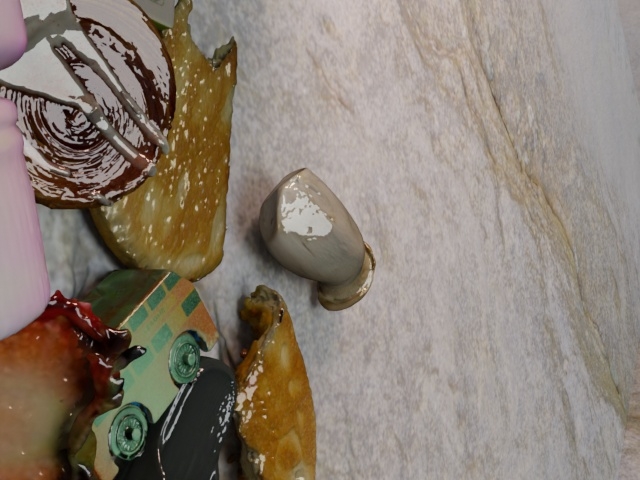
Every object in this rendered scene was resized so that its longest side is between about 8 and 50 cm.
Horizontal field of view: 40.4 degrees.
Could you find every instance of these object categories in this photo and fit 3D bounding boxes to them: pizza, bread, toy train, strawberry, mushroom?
[{"bbox_3d":[-0.131,-0.093,0.744,0.181,0.034,0.262,20,75,-57],"label":"pizza"},{"bbox_3d":[-0.179,-0.102,0.596,0.160,0.073,0.160,-10,106,-37],"label":"bread"},{"bbox_3d":[-0.157,0.100,0.665,0.188,0.072,0.099,-54,136,-44],"label":"toy train"},{"bbox_3d":[-0.223,0.088,0.515,0.208,0.087,0.167,16,105,-27],"label":"strawberry"},{"bbox_3d":[-0.002,0.000,0.913,0.212,0.088,0.097,42,22,-57],"label":"mushroom"},{"bbox_3d":[-0.047,0.183,0.863,0.134,0.056,0.271,-39,123,-55],"label":"pizza"}]

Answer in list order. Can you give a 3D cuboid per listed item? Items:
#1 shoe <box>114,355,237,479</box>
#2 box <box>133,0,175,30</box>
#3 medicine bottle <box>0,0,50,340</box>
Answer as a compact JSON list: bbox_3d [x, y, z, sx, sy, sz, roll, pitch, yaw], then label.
[{"bbox_3d":[-0.108,0.216,0.712,0.108,0.093,0.241,39,64,-52],"label":"shoe"},{"bbox_3d":[-0.201,-0.268,0.607,0.260,0.062,0.175,11,80,-59],"label":"box"},{"bbox_3d":[-0.251,-0.137,0.374,0.219,0.219,0.388,-29,115,-55],"label":"medicine bottle"}]
